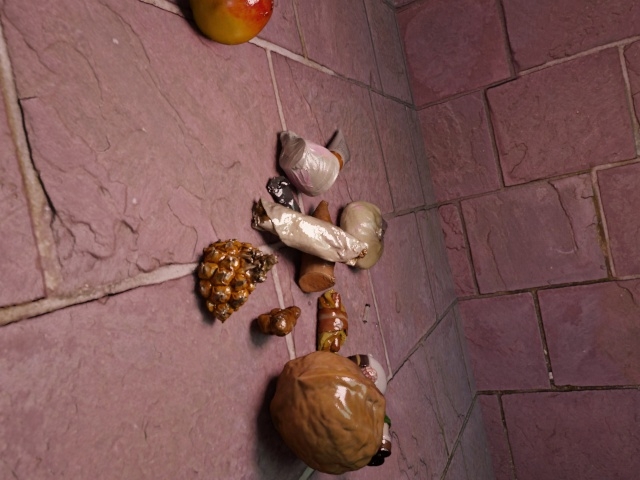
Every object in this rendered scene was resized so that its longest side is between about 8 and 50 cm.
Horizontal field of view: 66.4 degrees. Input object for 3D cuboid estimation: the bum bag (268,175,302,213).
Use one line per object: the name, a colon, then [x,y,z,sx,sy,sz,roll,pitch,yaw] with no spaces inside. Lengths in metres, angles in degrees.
bum bag: [-0.101,-0.119,1.561,0.198,0.049,0.087,64,36,-26]

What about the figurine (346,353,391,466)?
figurine: [0.145,0.517,1.563,0.370,0.167,0.281,-102,-156,-48]

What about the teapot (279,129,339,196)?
teapot: [-0.043,-0.275,1.612,0.178,0.163,0.222,35,50,-44]

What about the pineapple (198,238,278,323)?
pineapple: [-0.202,0.058,1.194,0.140,0.164,0.250,48,43,-32]

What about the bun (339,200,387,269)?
bun: [0.174,-0.026,1.921,0.273,0.168,0.273,-4,90,-66]

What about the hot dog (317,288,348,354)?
hot dog: [0.047,0.280,1.638,0.123,0.093,0.262,34,51,-54]

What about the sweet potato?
sweet potato: [-0.003,0.000,1.617,0.131,0.131,0.337,40,46,-50]

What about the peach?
peach: [-0.239,-0.649,1.323,0.231,0.230,0.231,32,52,-54]

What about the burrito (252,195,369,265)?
burrito: [-0.024,-0.013,1.479,0.391,0.076,0.117,23,70,-23]

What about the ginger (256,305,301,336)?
ginger: [-0.117,0.228,1.352,0.162,0.103,0.074,-19,101,-72]

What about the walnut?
walnut: [0.017,0.452,1.320,0.344,0.305,0.306,58,34,-37]

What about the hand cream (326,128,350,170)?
hand cream: [0.070,-0.347,1.932,0.140,0.089,0.314,70,25,-18]

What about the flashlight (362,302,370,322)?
flashlight: [0.186,0.293,1.972,0.018,0.018,0.083,54,36,-35]
